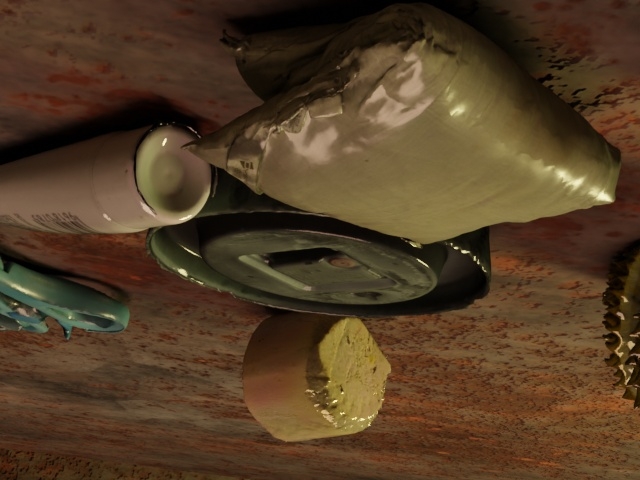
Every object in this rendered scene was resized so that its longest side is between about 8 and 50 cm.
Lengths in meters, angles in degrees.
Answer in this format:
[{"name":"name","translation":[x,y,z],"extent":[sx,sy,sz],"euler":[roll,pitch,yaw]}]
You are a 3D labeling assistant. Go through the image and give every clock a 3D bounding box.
[{"name":"clock","translation":[0.000,0.000,0.721],"extent":[0.225,0.049,0.226],"euler":[5,163,2]}]

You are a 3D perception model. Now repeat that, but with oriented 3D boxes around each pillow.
[{"name":"pillow","translation":[0.048,-0.046,0.519],"extent":[0.134,0.078,0.181],"euler":[-12,156,41]}]

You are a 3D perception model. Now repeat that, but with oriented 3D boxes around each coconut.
[{"name":"coconut","translation":[-0.011,0.117,0.959],"extent":[0.122,0.116,0.116],"euler":[-11,155,43]}]

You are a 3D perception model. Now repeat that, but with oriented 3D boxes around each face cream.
[{"name":"face cream","translation":[-0.159,-0.028,0.680],"extent":[0.092,0.058,0.243],"euler":[15,166,-43]}]

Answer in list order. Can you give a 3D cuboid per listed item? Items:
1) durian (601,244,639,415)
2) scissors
[{"name":"durian","translation":[0.309,0.089,0.748],"extent":[0.237,0.138,0.193],"euler":[4,161,3]},{"name":"scissors","translation":[-0.286,0.021,0.888],"extent":[0.180,0.032,0.393],"euler":[1,162,14]}]
